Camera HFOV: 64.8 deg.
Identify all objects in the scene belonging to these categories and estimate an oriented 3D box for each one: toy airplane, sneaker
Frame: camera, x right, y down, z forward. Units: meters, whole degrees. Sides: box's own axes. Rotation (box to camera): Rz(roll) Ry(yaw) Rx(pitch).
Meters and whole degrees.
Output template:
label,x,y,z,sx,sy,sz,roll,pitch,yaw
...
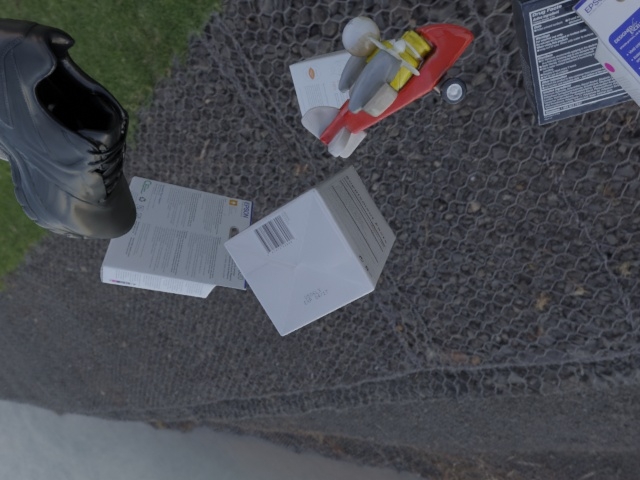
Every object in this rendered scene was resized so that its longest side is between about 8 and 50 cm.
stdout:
label,x,y,z,sx,sy,sz,roll,pitch,yaw
toy airplane,0.116,-0.377,1.184,0.386,0.384,0.273,-2,127,51
sneaker,-0.246,-0.088,0.506,0.130,0.109,0.286,4,150,11

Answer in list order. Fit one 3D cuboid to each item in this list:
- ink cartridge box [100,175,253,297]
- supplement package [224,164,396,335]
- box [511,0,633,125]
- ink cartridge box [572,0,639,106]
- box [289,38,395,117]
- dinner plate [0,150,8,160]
label,x,y,z,sx,sy,sz,roll,pitch,yaw
ink cartridge box,-0.345,-0.007,1.283,0.329,0.324,0.071,13,133,-15
supplement package,0.000,0.000,0.876,0.177,0.293,0.175,-30,96,19
box,0.608,-0.464,1.131,0.296,0.183,0.294,-13,128,19
ink cartridge box,0.558,-0.271,0.757,0.176,0.069,0.371,-44,96,11
box,0.096,-0.558,1.785,0.345,0.168,0.215,1,118,33
dinner plate,-0.504,-0.147,0.857,0.141,0.141,0.017,26,97,22
